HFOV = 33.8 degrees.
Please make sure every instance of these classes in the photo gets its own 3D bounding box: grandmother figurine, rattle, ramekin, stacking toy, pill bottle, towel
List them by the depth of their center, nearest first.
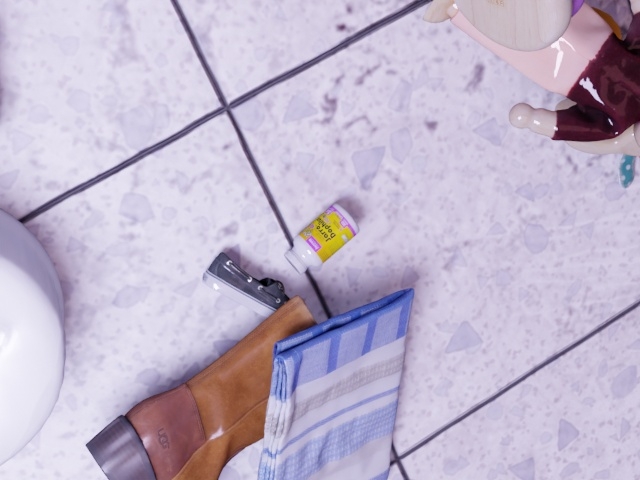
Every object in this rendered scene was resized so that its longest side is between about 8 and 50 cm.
[{"bbox_3d":[-0.374,0.099,0.998,0.277,0.135,0.277,-6,108,-20],"label":"ramekin"},{"bbox_3d":[0.273,-0.339,1.051,0.330,0.141,0.141,-46,117,-20],"label":"stacking toy"},{"bbox_3d":[0.290,-0.192,1.130,0.342,0.104,0.208,40,102,1],"label":"grandmother figurine"},{"bbox_3d":[0.000,0.000,1.172,0.083,0.043,0.043,-41,116,-7],"label":"pill bottle"},{"bbox_3d":[0.018,0.203,1.177,0.209,0.034,0.285,-20,129,-38],"label":"towel"},{"bbox_3d":[0.361,-0.164,1.280,0.200,0.142,0.130,23,129,-41],"label":"rattle"}]

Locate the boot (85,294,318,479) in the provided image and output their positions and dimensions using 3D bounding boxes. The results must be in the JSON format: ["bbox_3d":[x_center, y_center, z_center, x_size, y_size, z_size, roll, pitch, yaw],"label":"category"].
[{"bbox_3d":[-0.090,0.223,1.173,0.280,0.096,0.264,-34,124,-17],"label":"boot"}]

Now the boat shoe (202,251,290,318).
[{"bbox_3d":[-0.062,0.059,1.162,0.142,0.049,0.040,29,93,-24],"label":"boat shoe"}]

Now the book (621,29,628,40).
[{"bbox_3d":[0.441,-0.236,1.290,0.144,0.035,0.096,-25,110,-14],"label":"book"}]
